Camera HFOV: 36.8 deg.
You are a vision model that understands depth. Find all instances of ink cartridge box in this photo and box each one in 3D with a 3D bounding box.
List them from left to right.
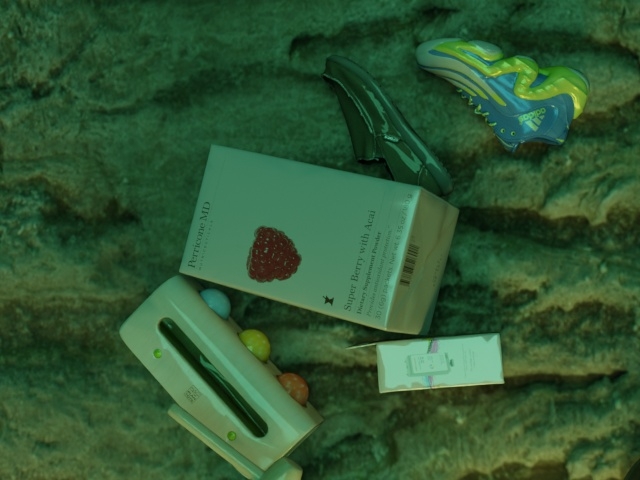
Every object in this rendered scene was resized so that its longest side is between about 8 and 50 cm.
[{"bbox_3d":[0.138,0.160,1.264,0.198,0.115,0.067,-5,85,9],"label":"ink cartridge box"}]

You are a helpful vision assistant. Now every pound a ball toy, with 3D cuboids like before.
[{"bbox_3d":[-0.113,0.188,1.253,0.136,0.208,0.319,-45,79,3],"label":"pound a ball toy"}]

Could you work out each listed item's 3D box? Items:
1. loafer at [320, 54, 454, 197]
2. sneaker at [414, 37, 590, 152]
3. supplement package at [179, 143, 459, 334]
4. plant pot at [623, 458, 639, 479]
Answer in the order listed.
[{"bbox_3d":[0.076,-0.145,1.311,0.087,0.094,0.251,-39,82,3],"label":"loafer"},{"bbox_3d":[0.234,-0.191,1.293,0.240,0.091,0.126,14,88,9],"label":"sneaker"},{"bbox_3d":[0.000,0.000,1.236,0.293,0.175,0.177,13,89,24],"label":"supplement package"},{"bbox_3d":[0.443,0.330,1.179,0.110,0.237,0.237,31,90,51],"label":"plant pot"}]
